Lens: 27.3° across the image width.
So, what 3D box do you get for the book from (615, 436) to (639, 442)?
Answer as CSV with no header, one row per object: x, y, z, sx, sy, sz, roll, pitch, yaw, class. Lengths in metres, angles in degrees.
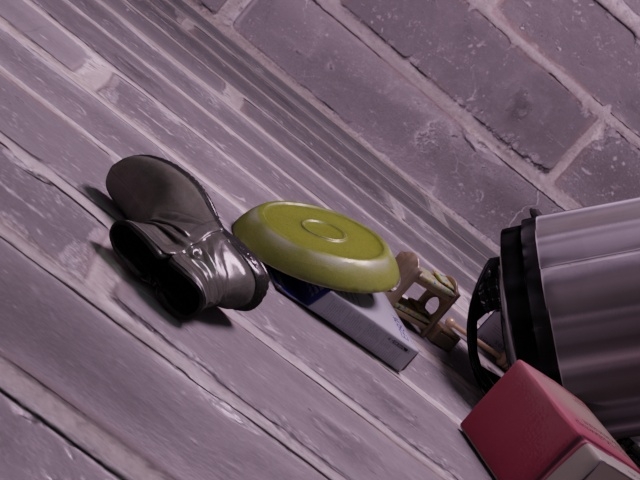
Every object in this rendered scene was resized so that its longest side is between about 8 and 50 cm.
0.464,0.308,2.211,0.096,0.035,0.144,30,-18,-27,book

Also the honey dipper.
0.283,0.183,2.307,0.160,0.030,0.030,33,12,-13,honey dipper

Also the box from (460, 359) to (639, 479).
0.305,0.284,1.671,0.148,0.127,0.232,34,11,-31,box

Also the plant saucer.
0.000,0.000,1.796,0.240,0.037,0.241,16,19,-6,plant saucer

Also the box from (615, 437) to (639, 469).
0.497,0.386,2.057,0.147,0.077,0.180,43,10,15,box

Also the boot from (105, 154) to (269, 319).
-0.171,-0.014,1.393,0.246,0.083,0.161,43,16,22,boot

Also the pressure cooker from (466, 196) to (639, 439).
0.431,0.120,2.016,0.370,0.420,0.376,-9,88,-78,pressure cooker

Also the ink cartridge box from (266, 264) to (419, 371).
0.017,0.062,1.812,0.224,0.045,0.223,35,12,-25,ink cartridge box

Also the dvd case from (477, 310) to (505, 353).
0.394,0.156,2.291,0.179,0.239,0.029,42,44,6,dvd case

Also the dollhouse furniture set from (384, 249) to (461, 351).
0.148,0.065,2.105,0.182,0.101,0.161,30,14,-43,dollhouse furniture set
